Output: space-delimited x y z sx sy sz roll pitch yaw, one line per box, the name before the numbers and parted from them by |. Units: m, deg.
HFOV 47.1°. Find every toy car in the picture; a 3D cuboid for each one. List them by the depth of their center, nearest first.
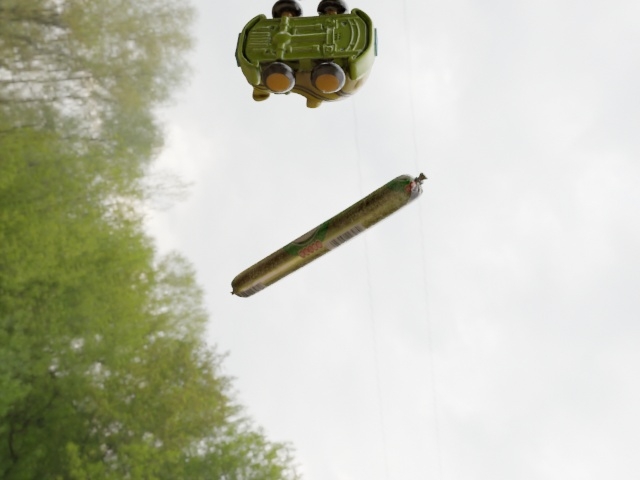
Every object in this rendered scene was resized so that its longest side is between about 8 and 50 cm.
toy car | -0.020 -0.316 1.297 0.142 0.248 0.200 80 15 -55

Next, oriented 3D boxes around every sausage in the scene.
sausage | 0.000 0.000 0.764 0.269 0.033 0.033 -31 -108 28
